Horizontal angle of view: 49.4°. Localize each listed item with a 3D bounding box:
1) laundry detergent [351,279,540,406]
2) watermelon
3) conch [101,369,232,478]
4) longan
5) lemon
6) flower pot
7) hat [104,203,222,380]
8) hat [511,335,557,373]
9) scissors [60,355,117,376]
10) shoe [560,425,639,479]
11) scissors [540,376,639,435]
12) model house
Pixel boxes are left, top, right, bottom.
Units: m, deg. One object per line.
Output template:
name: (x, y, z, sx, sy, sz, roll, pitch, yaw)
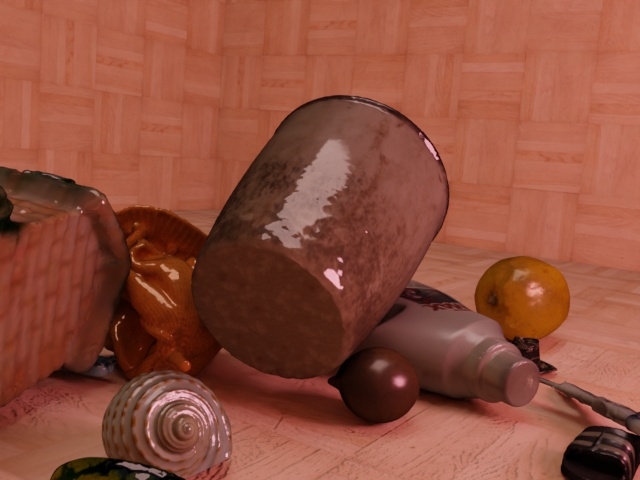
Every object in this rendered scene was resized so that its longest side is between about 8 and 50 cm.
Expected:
laundry detergent: (0.145, 0.149, 1.043, 0.263, 0.125, 0.397, 1, 10, -29)
watermelon: (-0.158, 0.208, 0.562, 0.163, 0.069, 0.087, 7, 8, 3)
conch: (-0.149, 0.181, 0.693, 0.135, 0.102, 0.153, 17, 0, -26)
longan: (0.065, 0.176, 0.857, 0.113, 0.092, 0.113, 7, 3, 0)
lemon: (0.382, 0.109, 1.316, 0.170, 0.170, 0.207, 11, 6, 41)
flower pot: (0.000, 0.000, 0.945, 0.293, 0.294, 0.330, 7, 36, 19)
hat: (-0.201, 0.103, 0.935, 0.233, 0.245, 0.233, -6, 24, -19)
hat: (0.332, 0.185, 1.133, 0.121, 0.051, 0.121, 5, 10, -1)
scissors: (-0.443, 0.148, 0.999, 0.392, 0.032, 0.180, 7, 7, 27)
shoe: (0.323, 0.229, 0.781, 0.071, 0.049, 0.179, 9, 9, 38)
scissors: (0.373, 0.213, 0.856, 0.255, 0.029, 0.383, 20, -2, -22)
model house: (-0.477, -0.023, 0.825, 0.445, 0.396, 0.400, 15, 14, 15)
